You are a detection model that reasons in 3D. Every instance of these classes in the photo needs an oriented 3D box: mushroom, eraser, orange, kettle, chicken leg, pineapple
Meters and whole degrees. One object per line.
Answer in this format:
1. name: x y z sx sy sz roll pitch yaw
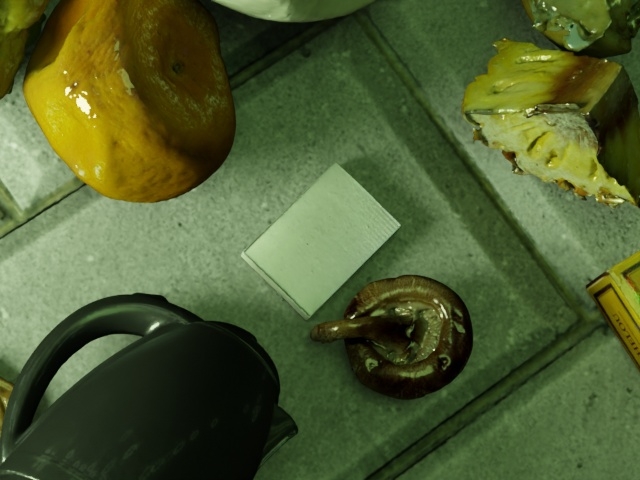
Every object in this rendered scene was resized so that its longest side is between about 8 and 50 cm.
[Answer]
1. mushroom: 0.074 0.102 1.819 0.170 0.080 0.135 5 63 -8
2. eraser: 0.000 0.000 1.860 0.104 0.023 0.150 45 73 3
3. orange: -0.196 -0.152 1.784 0.249 0.183 0.249 33 47 -44
4. kettle: -0.180 0.181 1.700 0.268 0.207 0.290 32 60 13
5. chicken leg: 0.240 -0.387 1.942 0.201 0.153 0.429 -27 74 -13
6. pineapple: 0.272 -0.131 1.854 0.236 0.186 0.114 29 72 5

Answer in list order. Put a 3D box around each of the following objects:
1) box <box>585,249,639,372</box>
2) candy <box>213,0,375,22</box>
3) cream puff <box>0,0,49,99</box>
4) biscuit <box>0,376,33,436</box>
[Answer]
1. box: 0.472 0.050 1.896 0.301 0.084 0.193 -30 83 -15
2. candy: -0.101 -0.389 1.828 0.427 0.186 0.386 38 35 7
3. cream puff: -0.377 -0.255 1.783 0.185 0.282 0.282 9 69 -50
4. biscuit: -0.376 0.203 1.737 0.182 0.034 0.215 -28 82 -16
